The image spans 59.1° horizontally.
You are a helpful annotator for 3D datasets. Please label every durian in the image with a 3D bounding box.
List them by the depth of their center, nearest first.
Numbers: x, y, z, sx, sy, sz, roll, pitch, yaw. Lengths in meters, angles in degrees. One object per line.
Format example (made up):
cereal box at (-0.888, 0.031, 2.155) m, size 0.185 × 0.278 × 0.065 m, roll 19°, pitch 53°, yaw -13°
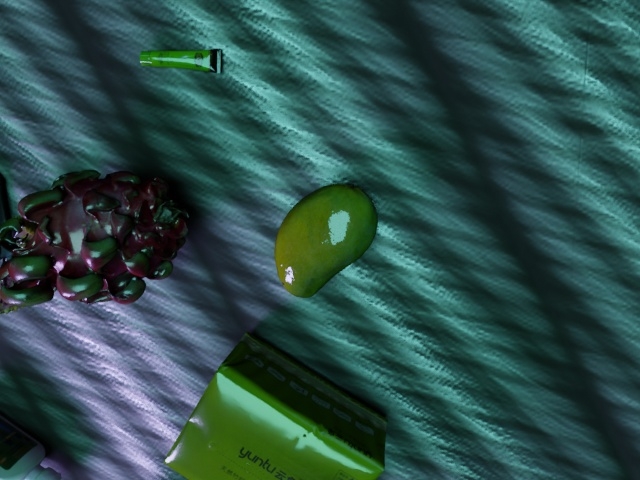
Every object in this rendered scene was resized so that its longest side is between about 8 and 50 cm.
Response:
durian at (-0.468, 0.037, 0.936) m, size 0.108 × 0.119 × 0.186 m, roll 14°, pitch 113°, yaw -32°

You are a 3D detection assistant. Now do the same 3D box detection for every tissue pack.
tissue pack at (-0.063, 0.310, 0.877) m, size 0.275 × 0.167 × 0.200 m, roll 31°, pitch 106°, yaw 1°

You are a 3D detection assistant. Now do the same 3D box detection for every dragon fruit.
dragon fruit at (-0.333, 0.001, 0.810) m, size 0.198 × 0.273 × 0.218 m, roll -29°, pitch 92°, yaw 50°

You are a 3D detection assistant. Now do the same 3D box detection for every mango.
mango at (-0.001, -0.004, 0.837) m, size 0.191 × 0.085 × 0.122 m, roll -41°, pitch 96°, yaw 15°

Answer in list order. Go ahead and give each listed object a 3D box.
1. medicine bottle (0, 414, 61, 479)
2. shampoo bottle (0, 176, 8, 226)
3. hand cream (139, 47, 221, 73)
medicine bottle at (-0.572, 0.387, 1.009) m, size 0.219 × 0.115 × 0.078 m, roll 34°, pitch 105°, yaw 0°
shampoo bottle at (-0.551, -0.079, 0.944) m, size 0.048 × 0.027 × 0.137 m, roll -5°, pitch 101°, yaw 9°
hand cream at (-0.208, -0.271, 0.845) m, size 0.122 × 0.023 × 0.036 m, roll 4°, pitch 100°, yaw 5°
